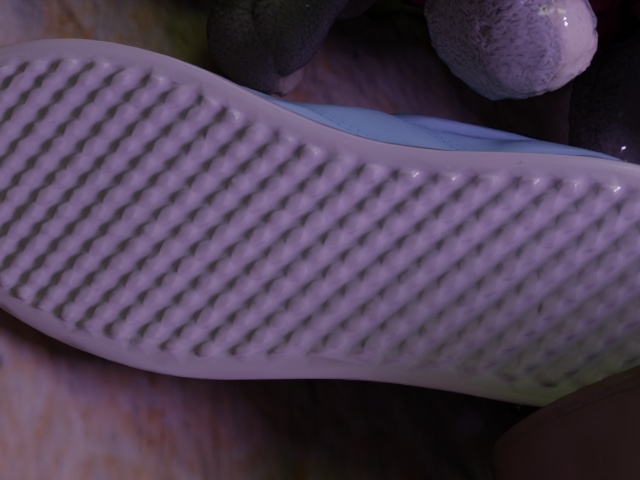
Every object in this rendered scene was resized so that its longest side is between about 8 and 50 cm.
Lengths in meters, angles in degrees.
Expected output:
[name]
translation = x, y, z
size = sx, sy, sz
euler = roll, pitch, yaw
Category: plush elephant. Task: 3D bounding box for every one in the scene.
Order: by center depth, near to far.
[plush elephant]
translation = 0.147, -0.141, 0.732
size = 0.255, 0.272, 0.330
euler = 43, 65, -29

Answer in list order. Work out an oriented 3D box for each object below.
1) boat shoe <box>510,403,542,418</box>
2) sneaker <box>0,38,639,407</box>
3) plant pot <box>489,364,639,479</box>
[boat shoe]
translation = 0.188, 0.049, 0.697
size = 0.228, 0.081, 0.068
euler = -21, 63, -30
[sneaker]
translation = 0.000, 0.000, 0.607
size = 0.366, 0.135, 0.150
euler = 15, 3, 11
[plant pot]
translation = 0.244, 0.180, 0.480
size = 0.323, 0.323, 0.280
euler = 1, 68, -27
